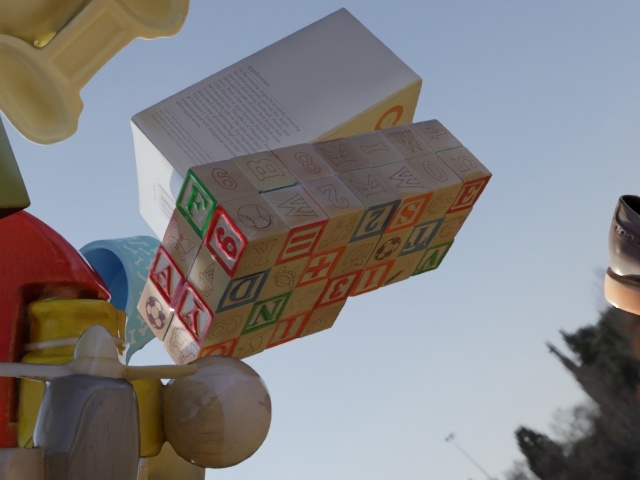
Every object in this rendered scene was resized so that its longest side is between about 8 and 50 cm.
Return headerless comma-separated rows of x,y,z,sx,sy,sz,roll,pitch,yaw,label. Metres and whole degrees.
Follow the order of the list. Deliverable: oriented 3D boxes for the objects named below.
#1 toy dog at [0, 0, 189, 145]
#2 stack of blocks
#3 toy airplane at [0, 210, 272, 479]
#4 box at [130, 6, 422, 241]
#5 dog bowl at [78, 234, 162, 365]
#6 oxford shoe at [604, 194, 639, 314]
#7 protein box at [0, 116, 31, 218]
-0.438,-0.358,1.346,0.395,0.408,0.284,36,-89,-35,toy dog
0.000,0.000,0.884,0.297,0.087,0.171,-16,-35,-40,stack of blocks
-0.157,0.185,0.727,0.273,0.386,0.384,-21,-60,-6,toy airplane
-0.059,-0.122,1.308,0.345,0.168,0.215,-32,-24,-25,box
-0.282,0.132,1.239,0.074,0.166,0.297,12,-78,-53,dog bowl
0.460,0.024,0.998,0.130,0.364,0.132,-24,-66,-47,oxford shoe
-0.303,-0.086,0.546,0.136,0.201,0.200,-21,-2,18,protein box
